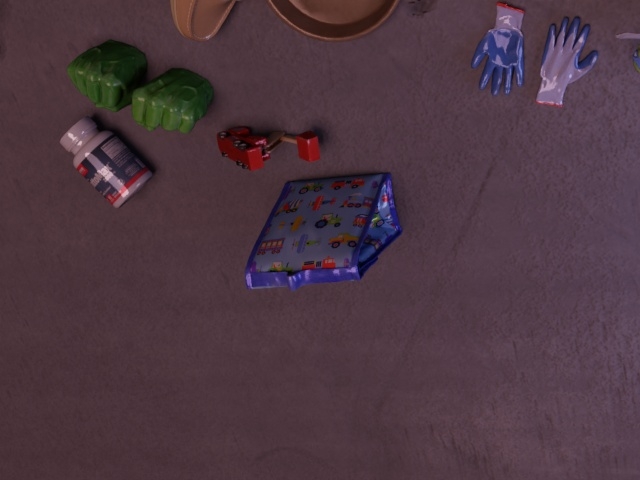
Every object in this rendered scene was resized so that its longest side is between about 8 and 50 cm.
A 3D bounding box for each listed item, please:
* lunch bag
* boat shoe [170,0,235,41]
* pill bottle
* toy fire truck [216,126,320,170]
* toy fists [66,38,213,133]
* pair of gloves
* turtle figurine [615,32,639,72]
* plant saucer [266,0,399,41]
[{"bbox_3d":[0.000,0.000,1.598,0.220,0.293,0.138,-4,117,24],"label":"lunch bag"},{"bbox_3d":[-0.164,-0.460,1.467,0.110,0.121,0.341,50,141,19],"label":"boat shoe"},{"bbox_3d":[-0.447,-0.164,1.794,0.180,0.108,0.108,46,124,-7],"label":"pill bottle"},{"bbox_3d":[-0.101,-0.183,1.652,0.192,0.135,0.047,33,138,52],"label":"toy fire truck"},{"bbox_3d":[-0.350,-0.289,1.662,0.279,0.142,0.096,25,125,7],"label":"toy fists"},{"bbox_3d":[0.356,-0.306,1.446,0.198,0.023,0.159,17,123,13],"label":"pair of gloves"},{"bbox_3d":[0.542,-0.355,1.231,0.266,0.198,0.275,-34,114,25],"label":"turtle figurine"},{"bbox_3d":[0.018,-0.478,1.470,0.277,0.041,0.278,9,121,16],"label":"plant saucer"}]
